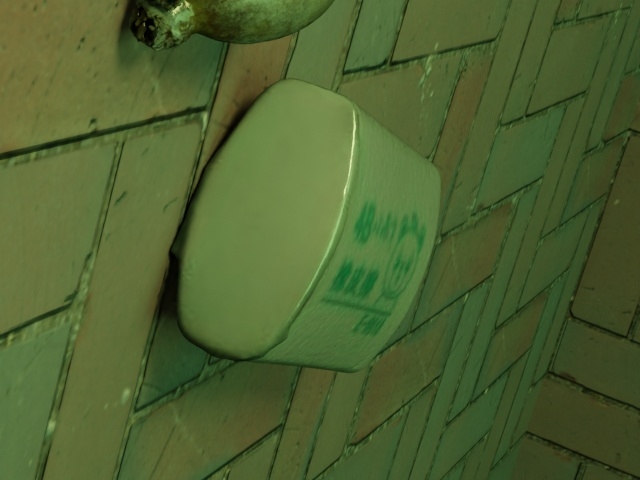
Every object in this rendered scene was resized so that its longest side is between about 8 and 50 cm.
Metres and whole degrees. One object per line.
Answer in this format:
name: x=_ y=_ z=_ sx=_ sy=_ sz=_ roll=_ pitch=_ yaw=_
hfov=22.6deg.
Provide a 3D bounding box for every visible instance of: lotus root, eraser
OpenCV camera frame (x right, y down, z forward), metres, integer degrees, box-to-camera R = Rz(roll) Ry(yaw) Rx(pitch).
lotus root: x=-0.041 y=-0.154 z=0.902 sx=0.165 sy=0.088 sz=0.088 roll=-33 pitch=142 yaw=-46
eraser: x=0.000 y=0.000 z=1.163 sx=0.290 sy=0.104 sz=0.189 roll=21 pitch=87 yaw=-73
